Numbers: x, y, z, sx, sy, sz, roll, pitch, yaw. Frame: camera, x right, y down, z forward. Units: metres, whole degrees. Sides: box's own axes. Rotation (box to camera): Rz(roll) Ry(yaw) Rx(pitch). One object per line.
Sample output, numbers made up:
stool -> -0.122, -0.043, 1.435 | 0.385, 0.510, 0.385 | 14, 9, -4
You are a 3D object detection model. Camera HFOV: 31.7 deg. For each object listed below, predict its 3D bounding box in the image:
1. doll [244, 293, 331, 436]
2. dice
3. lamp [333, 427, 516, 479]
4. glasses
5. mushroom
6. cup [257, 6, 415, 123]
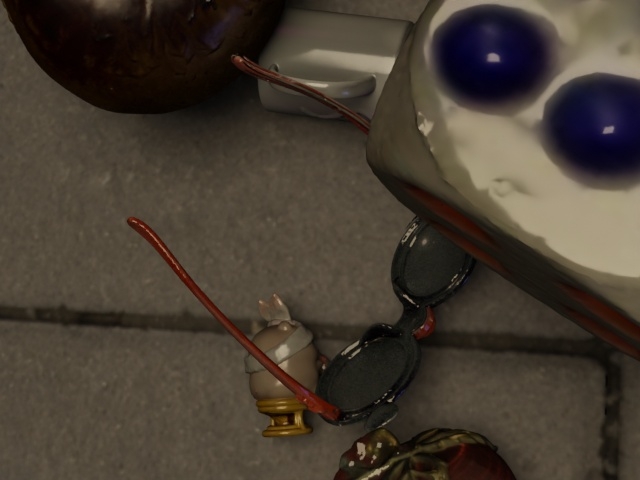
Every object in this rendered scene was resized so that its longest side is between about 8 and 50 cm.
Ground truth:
doll -> -0.025, 0.111, 1.019 | 0.084, 0.073, 0.127 | -2, 82, -21
dice -> 0.203, -0.065, 0.684 | 0.259, 0.251, 0.243 | 37, 89, 18
lamp -> 0.116, 0.241, 0.928 | 0.215, 0.151, 0.223 | -21, 119, 14
glasses -> 0.000, 0.000, 0.923 | 0.118, 0.268, 0.234 | 5, 59, 56
mushroom -> -0.163, -0.252, 0.946 | 0.278, 0.163, 0.297 | -19, 100, 10
cup -> 0.012, -0.146, 1.026 | 0.133, 0.099, 0.136 | 10, 50, 14
